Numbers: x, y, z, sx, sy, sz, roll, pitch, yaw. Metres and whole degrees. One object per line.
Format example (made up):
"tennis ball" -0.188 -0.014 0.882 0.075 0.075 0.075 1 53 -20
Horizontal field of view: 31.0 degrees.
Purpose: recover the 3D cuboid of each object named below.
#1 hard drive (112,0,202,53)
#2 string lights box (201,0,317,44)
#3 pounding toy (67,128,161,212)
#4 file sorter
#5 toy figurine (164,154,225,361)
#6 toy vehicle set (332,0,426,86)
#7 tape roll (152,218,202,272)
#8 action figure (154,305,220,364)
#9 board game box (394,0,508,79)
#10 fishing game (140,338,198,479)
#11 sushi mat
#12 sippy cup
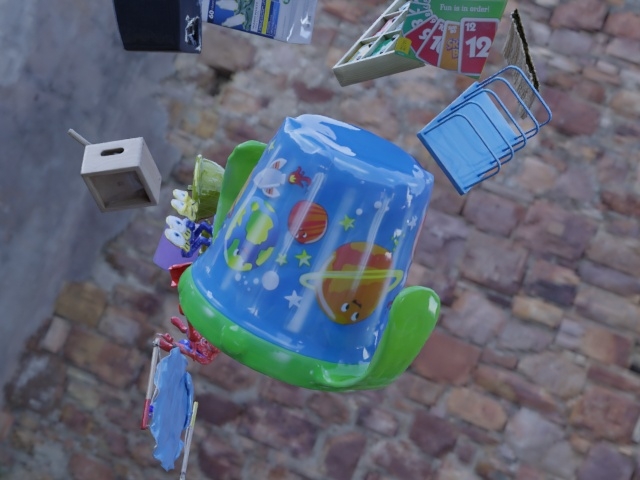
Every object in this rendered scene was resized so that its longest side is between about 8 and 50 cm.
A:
"hard drive" -0.292 -0.450 2.006 0.172 0.255 0.054 6 19 28
"string lights box" -0.127 -0.475 2.269 0.259 0.133 0.077 20 18 36
"pounding toy" -0.376 -0.133 2.094 0.141 0.100 0.130 -7 -40 9
"file sorter" 0.257 -0.175 1.775 0.118 0.170 0.104 53 -36 -7
"toy figurine" -0.083 -0.002 1.629 0.217 0.191 0.362 -8 24 3
"toy vehicle set" 0.148 -0.340 1.841 0.166 0.267 0.035 -8 -59 40
"tape roll" -0.187 0.031 1.993 0.189 0.080 0.189 21 5 -2
"action figure" -0.287 0.186 2.372 0.139 0.091 0.280 41 -17 -25
"board game box" 0.195 -0.351 1.526 0.124 0.259 0.039 17 25 -1
"fishing game" -0.233 0.252 1.749 0.041 0.189 0.264 2 -25 9
"sushi mat" 0.361 -0.312 2.091 0.019 0.151 0.316 -16 -4 5
"sippy cup" 0.000 0.000 1.185 0.305 0.224 0.240 28 18 13
